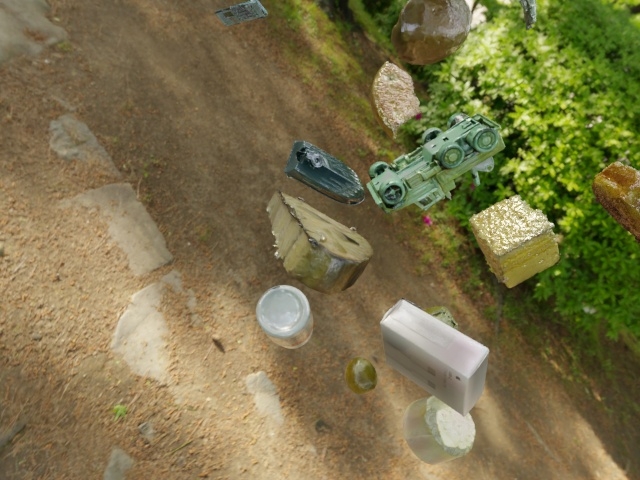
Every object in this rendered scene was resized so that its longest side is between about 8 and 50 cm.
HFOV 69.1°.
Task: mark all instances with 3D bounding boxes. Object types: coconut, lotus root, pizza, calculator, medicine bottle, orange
[{"bbox_3d":[0.429,0.705,1.737,0.239,0.244,0.238,14,57,-22],"label":"coconut"},{"bbox_3d":[0.000,0.000,0.772,0.170,0.074,0.260,20,18,-17],"label":"lotus root"},{"bbox_3d":[0.211,-0.408,1.341,0.135,0.056,0.270,-10,65,-7],"label":"pizza"},{"bbox_3d":[-0.217,-0.619,1.270,0.057,0.172,0.018,42,65,-47],"label":"calculator"},{"bbox_3d":[-0.092,0.220,1.286,0.145,0.252,0.144,0,69,0],"label":"medicine bottle"},{"bbox_3d":[0.106,0.352,1.214,0.085,0.085,0.094,-1,74,-40],"label":"orange"}]

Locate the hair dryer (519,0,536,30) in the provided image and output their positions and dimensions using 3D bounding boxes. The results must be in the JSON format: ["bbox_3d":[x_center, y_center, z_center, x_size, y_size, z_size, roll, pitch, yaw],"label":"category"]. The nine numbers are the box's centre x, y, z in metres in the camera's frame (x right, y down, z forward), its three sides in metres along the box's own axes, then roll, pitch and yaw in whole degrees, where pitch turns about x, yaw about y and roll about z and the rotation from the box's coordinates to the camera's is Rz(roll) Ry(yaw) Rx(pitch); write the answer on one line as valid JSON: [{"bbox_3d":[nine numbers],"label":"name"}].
[{"bbox_3d":[0.214,-0.365,0.534,0.206,0.076,0.236,-21,99,-48],"label":"hair dryer"}]

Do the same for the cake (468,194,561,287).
[{"bbox_3d":[0.702,0.020,1.668,0.286,0.228,0.222,53,13,-42],"label":"cake"}]

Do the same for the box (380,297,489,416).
[{"bbox_3d":[0.280,0.288,1.158,0.252,0.203,0.106,29,58,34],"label":"box"}]

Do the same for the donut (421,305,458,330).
[{"bbox_3d":[0.350,0.307,1.665,0.272,0.272,0.107,-20,89,-46],"label":"donut"}]

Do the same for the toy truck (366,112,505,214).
[{"bbox_3d":[0.225,-0.130,0.906,0.135,0.260,0.128,58,9,-29],"label":"toy truck"}]

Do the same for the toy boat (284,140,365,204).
[{"bbox_3d":[0.018,-0.155,1.145,0.246,0.103,0.092,26,72,-30],"label":"toy boat"}]

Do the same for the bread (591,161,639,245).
[{"bbox_3d":[0.554,-0.005,0.756,0.271,0.077,0.139,45,25,-12],"label":"bread"}]

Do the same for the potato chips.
[{"bbox_3d":[0.244,-0.447,0.989,0.202,0.150,0.049,-6,34,-25],"label":"potato chips"}]
